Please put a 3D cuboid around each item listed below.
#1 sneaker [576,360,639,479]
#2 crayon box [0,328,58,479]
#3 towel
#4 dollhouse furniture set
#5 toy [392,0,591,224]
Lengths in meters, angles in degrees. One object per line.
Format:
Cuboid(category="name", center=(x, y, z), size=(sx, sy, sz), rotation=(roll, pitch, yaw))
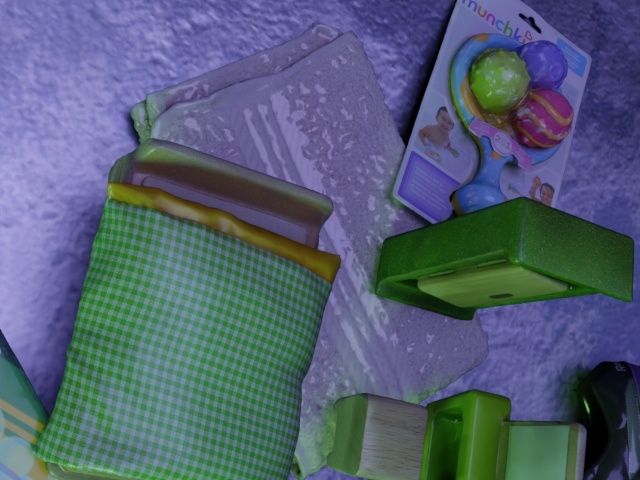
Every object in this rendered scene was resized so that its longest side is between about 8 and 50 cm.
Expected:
Cuboid(category="sneaker", center=(0.218, 0.233, 0.787), size=(0.124, 0.107, 0.283), rotation=(18, 72, -7))
Cuboid(category="crayon box", center=(-0.217, 0.205, 0.581), size=(0.203, 0.083, 0.323), rotation=(-31, 97, -25))
Cuboid(category="towel", center=(0.000, 0.000, 0.728), size=(0.187, 0.049, 0.282), rotation=(-28, 96, -25))
Cuboid(category="dollhouse furniture set", center=(0.017, 0.064, 0.601), size=(0.301, 0.151, 0.198), rotation=(17, 74, -29))
Cuboid(category="toy", center=(0.150, -0.098, 0.785), size=(0.137, 0.056, 0.237), rotation=(32, 62, -19))
